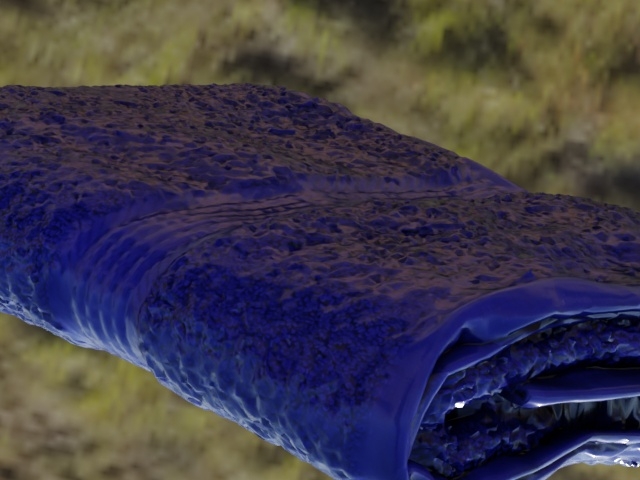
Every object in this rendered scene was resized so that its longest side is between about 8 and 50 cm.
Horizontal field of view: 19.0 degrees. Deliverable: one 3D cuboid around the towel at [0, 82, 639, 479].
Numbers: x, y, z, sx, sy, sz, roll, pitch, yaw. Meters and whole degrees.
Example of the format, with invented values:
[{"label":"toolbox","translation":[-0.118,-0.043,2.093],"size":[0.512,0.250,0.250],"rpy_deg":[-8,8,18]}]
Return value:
[{"label":"towel","translation":[0.000,0.000,0.637],"size":[0.227,0.076,0.308],"rpy_deg":[3,-167,-46]}]
